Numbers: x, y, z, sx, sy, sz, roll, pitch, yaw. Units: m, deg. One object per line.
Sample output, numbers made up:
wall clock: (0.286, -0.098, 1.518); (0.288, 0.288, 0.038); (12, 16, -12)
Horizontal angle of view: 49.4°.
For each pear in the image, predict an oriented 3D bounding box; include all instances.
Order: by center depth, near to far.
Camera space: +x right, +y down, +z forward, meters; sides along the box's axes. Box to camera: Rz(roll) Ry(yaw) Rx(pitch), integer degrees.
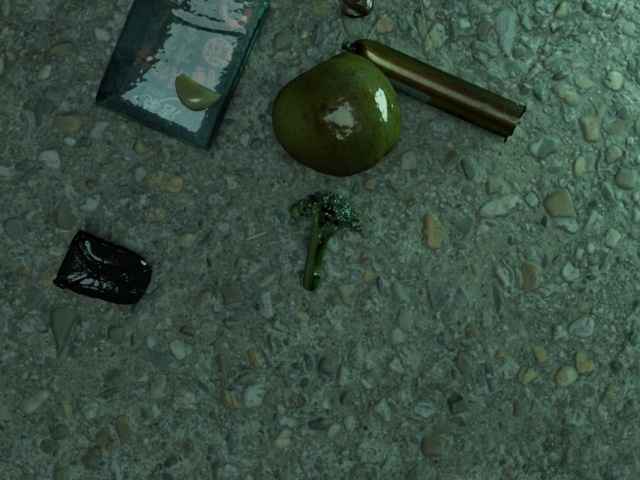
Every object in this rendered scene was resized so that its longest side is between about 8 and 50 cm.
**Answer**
pear: (0.036, -0.218, 1.274); (0.229, 0.188, 0.211); (-34, 88, 6)

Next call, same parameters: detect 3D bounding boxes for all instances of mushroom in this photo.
mushroom: (0.024, -0.491, 1.315); (0.187, 0.060, 0.061); (43, 100, 0)

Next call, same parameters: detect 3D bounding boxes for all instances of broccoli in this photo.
broccoli: (0.002, 0.001, 1.352); (0.123, 0.118, 0.204); (5, 114, -32)

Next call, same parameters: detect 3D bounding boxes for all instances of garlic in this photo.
garlic: (-0.225, -0.260, 1.236); (0.083, 0.041, 0.053); (34, 88, -2)

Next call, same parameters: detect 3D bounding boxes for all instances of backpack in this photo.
backpack: (-0.412, 0.057, 1.334); (0.165, 0.106, 0.120); (27, 97, -26)

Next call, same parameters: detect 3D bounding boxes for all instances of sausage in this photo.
sausage: (0.208, -0.296, 1.332); (0.372, 0.082, 0.082); (23, 95, -3)

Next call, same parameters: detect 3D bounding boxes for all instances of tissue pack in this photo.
tissue pack: (-0.255, -0.352, 1.295); (0.228, 0.103, 0.315); (24, 94, -4)
